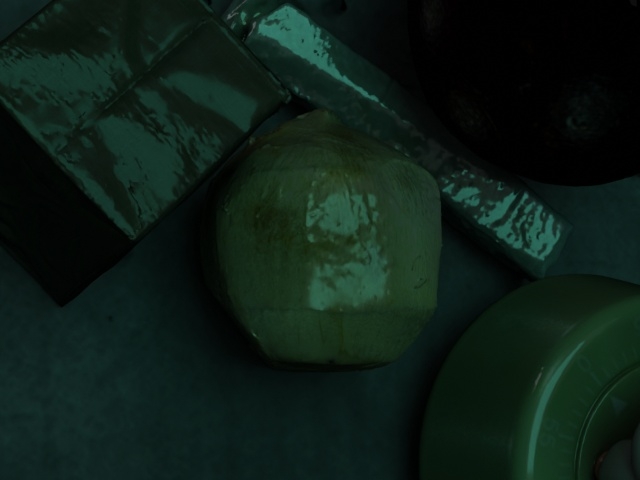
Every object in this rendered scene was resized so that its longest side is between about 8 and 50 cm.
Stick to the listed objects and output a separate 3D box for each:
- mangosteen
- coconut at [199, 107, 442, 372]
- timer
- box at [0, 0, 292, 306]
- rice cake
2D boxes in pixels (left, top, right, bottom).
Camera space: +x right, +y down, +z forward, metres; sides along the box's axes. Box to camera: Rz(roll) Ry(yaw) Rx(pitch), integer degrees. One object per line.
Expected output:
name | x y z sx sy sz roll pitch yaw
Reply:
mangosteen | 0.191 -0.196 1.107 0.293 0.297 0.297 45 66 3
coconut | 0.000 0.000 1.083 0.194 0.194 0.194 5 77 -22
timer | 0.262 0.164 1.061 0.290 0.315 0.291 1 86 -23
box | -0.152 -0.075 1.003 0.155 0.231 0.149 47 66 -7
rice cake | 0.060 -0.085 1.186 0.336 0.063 0.066 38 80 -13
